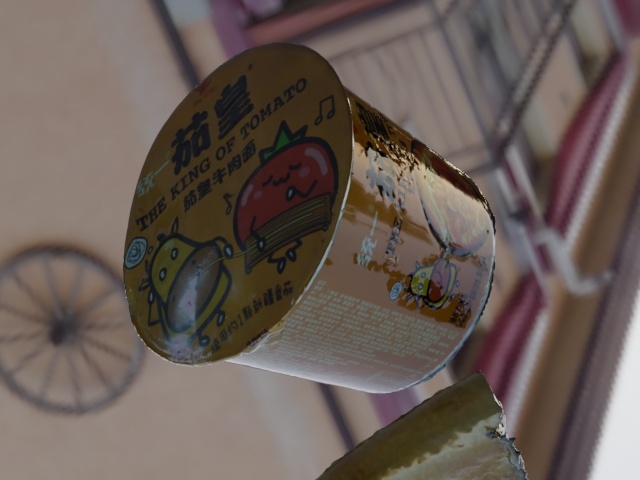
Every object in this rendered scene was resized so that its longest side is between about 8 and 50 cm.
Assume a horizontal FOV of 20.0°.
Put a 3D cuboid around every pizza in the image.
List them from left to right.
[{"bbox_3d":[0.043,0.115,0.762,0.131,0.178,0.041,1,-133,-28],"label":"pizza"}]

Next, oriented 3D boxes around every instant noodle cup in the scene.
[{"bbox_3d":[0.000,0.000,1.185,0.215,0.172,0.216,-24,-125,39],"label":"instant noodle cup"}]
